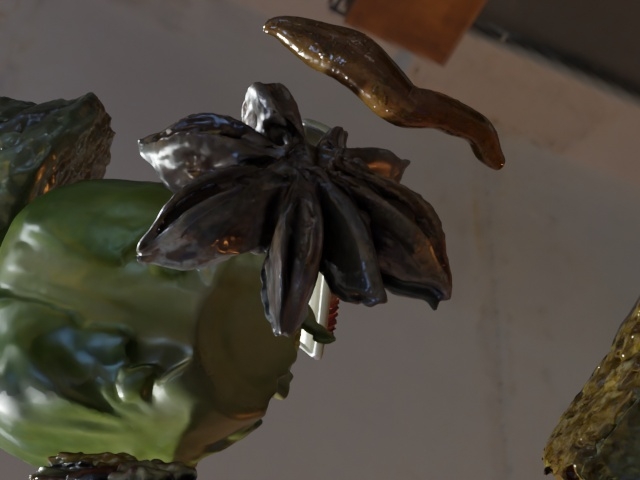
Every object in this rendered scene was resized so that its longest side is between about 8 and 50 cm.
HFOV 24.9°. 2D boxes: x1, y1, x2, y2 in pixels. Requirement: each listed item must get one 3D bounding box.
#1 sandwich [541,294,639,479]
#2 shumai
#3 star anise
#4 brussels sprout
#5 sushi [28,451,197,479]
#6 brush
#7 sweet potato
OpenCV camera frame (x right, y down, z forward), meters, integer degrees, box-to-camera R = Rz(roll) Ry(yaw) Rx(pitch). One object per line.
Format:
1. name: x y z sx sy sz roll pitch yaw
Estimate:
1. sandwich: 0.295 0.076 0.840 0.249 0.273 0.095 29 -177 -6
2. shumai: -0.404 -0.066 1.601 0.263 0.304 0.309 28 -132 6
3. star anise: -0.016 -0.020 0.987 0.236 0.093 0.229 17 -137 -4
4. brussels sprout: -0.181 0.098 1.377 0.315 0.371 0.276 42 -124 -14
5. sushi: -0.163 0.192 1.115 0.264 0.290 0.050 1 -94 -39
6. brush: 0.000 0.000 1.554 0.060 0.321 0.050 32 -130 25
7. sweet potato: 0.044 -0.096 0.922 0.179 0.044 0.044 29 -143 -4
